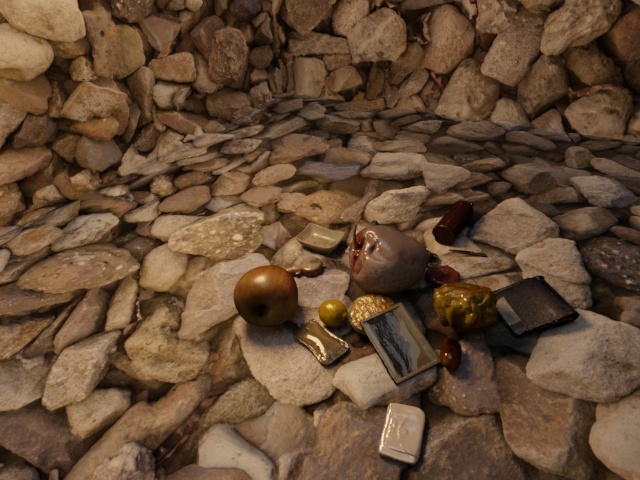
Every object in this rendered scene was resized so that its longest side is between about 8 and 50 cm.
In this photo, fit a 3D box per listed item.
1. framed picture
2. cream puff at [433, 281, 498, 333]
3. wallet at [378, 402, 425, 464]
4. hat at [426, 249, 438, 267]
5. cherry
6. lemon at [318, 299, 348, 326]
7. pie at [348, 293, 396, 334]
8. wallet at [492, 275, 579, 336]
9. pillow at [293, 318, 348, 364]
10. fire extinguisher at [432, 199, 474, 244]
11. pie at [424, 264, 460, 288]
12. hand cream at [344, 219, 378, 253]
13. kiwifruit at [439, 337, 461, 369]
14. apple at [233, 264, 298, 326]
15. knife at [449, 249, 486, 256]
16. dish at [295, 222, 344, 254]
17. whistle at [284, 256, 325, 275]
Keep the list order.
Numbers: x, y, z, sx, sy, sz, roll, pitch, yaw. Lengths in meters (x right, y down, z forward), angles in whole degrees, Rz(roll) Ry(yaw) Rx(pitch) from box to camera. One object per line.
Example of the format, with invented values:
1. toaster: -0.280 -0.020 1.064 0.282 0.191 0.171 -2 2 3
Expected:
1. framed picture: 0.286 0.369 1.531 0.192 0.018 0.266 -21 58 -17
2. cream puff: 0.537 0.242 1.577 0.243 0.244 0.196 -10 73 -5
3. wallet: 0.254 0.590 1.298 0.124 0.032 0.183 6 40 20
4. hat: 0.483 0.073 1.933 0.121 0.051 0.121 -6 36 5
5. cherry: 0.273 0.084 1.753 0.334 0.292 0.326 20 20 12
6. lemon: 0.052 0.288 1.663 0.133 0.109 0.109 8 38 38
7. pie: 0.213 0.297 1.646 0.204 0.084 0.179 1 46 2
8. wallet: 0.818 0.257 1.637 0.261 0.072 0.221 -15 42 -6
9. pillow: 0.000 0.382 1.609 0.130 0.033 0.217 -30 43 -28
10. fire extinguisher: 0.672 -0.110 2.101 0.135 0.114 0.337 -8 26 48
11. pie: 0.531 0.154 1.828 0.153 0.038 0.154 -3 36 2
12. hand cream: 0.219 -0.010 2.092 0.088 0.055 0.256 14 48 32
13. kiwifruit: 0.461 0.400 1.484 0.075 0.075 0.125 5 34 15
14. apple: -0.213 0.213 1.686 0.256 0.257 0.234 2 35 11
15. knife: 0.686 0.056 1.959 0.170 0.010 0.023 9 40 21
16. dish: 0.000 0.000 2.081 0.212 0.077 0.151 17 41 28
17. whistle: -0.085 0.126 1.944 0.219 0.057 0.107 -14 38 -6
